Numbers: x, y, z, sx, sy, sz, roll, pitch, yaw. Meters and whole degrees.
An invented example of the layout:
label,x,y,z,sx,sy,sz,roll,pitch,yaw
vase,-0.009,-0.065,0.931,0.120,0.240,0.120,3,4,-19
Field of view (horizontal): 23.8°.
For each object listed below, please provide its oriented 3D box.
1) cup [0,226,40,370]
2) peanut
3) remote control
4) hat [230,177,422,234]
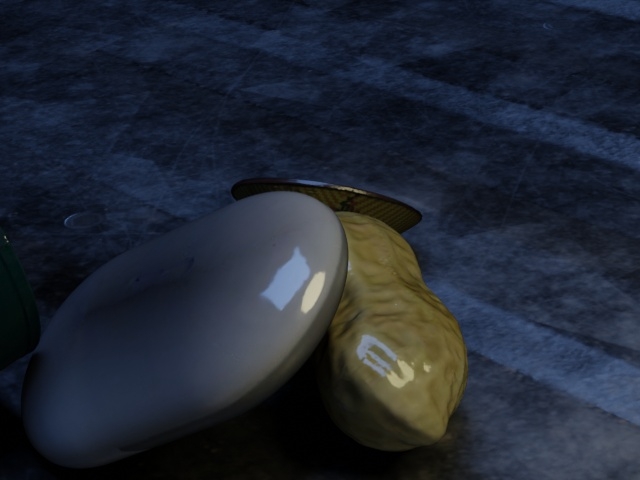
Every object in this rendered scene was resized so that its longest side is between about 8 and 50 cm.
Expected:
label,x,y,z,sx,sy,sz,roll,pitch,yaw
cup,-0.430,0.057,1.203,0.308,0.242,0.292,32,56,31
peanut,0.037,0.072,1.265,0.149,0.149,0.313,-10,32,-11
remote control,-0.115,0.071,1.216,0.332,0.103,0.221,-24,38,34
hat,0.000,0.000,1.491,0.193,0.082,0.193,9,-11,2
